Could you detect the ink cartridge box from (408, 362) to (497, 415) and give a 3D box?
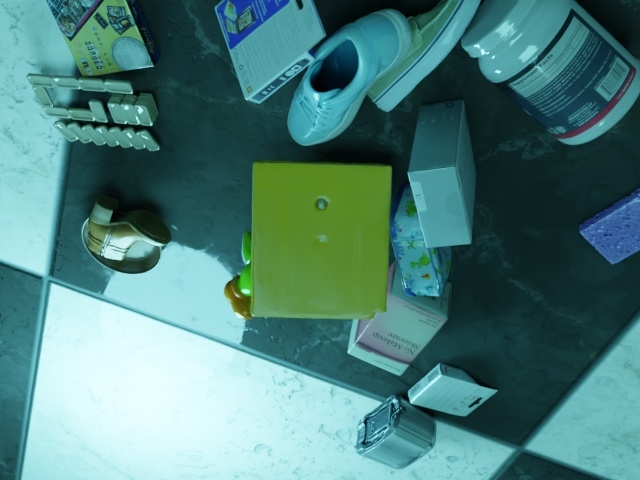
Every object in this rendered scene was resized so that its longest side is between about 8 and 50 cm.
[{"bbox_3d":[0.339,0.384,2.158,0.179,0.045,0.145,17,134,-26],"label":"ink cartridge box"}]

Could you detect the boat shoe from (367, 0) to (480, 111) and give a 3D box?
[{"bbox_3d":[0.169,-0.351,1.518,0.094,0.109,0.302,33,132,-12],"label":"boat shoe"}]

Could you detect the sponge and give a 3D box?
[{"bbox_3d":[0.648,-0.041,1.716,0.117,0.031,0.210,39,128,-19],"label":"sponge"}]

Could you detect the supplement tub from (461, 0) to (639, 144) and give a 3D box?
[{"bbox_3d":[0.396,-0.311,1.440,0.272,0.191,0.191,36,128,-17],"label":"supplement tub"}]

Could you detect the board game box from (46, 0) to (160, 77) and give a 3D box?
[{"bbox_3d":[-0.432,-0.441,1.625,0.165,0.042,0.243,-5,129,17],"label":"board game box"}]

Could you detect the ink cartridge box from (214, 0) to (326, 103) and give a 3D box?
[{"bbox_3d":[-0.083,-0.386,1.501,0.208,0.206,0.045,-31,159,35],"label":"ink cartridge box"}]

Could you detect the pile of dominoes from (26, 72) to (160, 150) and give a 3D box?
[{"bbox_3d":[-0.467,-0.279,1.778,0.251,0.040,0.196,7,144,13],"label":"pile of dominoes"}]

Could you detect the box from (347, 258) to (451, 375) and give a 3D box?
[{"bbox_3d":[0.181,0.180,1.951,0.149,0.126,0.232,24,131,-8],"label":"box"}]

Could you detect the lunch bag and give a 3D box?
[{"bbox_3d":[0.212,-0.003,1.758,0.090,0.176,0.219,-4,127,23],"label":"lunch bag"}]

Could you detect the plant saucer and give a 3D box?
[{"bbox_3d":[-0.469,-0.003,2.010,0.199,0.036,0.198,7,131,8],"label":"plant saucer"}]

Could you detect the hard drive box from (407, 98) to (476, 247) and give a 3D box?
[{"bbox_3d":[0.237,-0.130,1.604,0.089,0.232,0.181,-6,127,17],"label":"hard drive box"}]

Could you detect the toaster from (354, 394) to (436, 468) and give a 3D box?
[{"bbox_3d":[0.205,0.507,2.226,0.146,0.129,0.227,30,128,-17],"label":"toaster"}]

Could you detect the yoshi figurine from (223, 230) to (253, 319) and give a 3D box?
[{"bbox_3d":[-0.052,0.045,1.865,0.203,0.203,0.362,19,131,-24],"label":"yoshi figurine"}]

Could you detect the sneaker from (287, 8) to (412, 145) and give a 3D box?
[{"bbox_3d":[0.008,-0.287,1.539,0.135,0.150,0.366,56,140,11],"label":"sneaker"}]

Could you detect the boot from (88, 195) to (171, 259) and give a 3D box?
[{"bbox_3d":[-0.442,-0.005,1.934,0.197,0.073,0.152,29,130,5],"label":"boot"}]

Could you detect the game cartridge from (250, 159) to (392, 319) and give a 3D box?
[{"bbox_3d":[0.000,0.000,1.734,0.285,0.052,0.323,2,100,0],"label":"game cartridge"}]
